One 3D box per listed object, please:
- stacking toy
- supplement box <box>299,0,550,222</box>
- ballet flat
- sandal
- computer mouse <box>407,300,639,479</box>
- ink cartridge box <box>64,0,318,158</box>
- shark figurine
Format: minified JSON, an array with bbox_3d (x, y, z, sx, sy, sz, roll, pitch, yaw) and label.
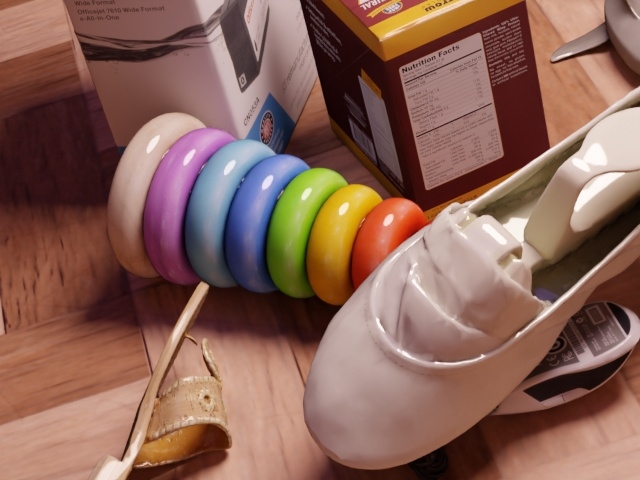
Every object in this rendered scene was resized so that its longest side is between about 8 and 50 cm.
[{"bbox_3d":[0.000,0.000,1.387,0.330,0.141,0.141,16,47,24],"label":"stacking toy"},{"bbox_3d":[0.084,-0.153,1.476,0.129,0.194,0.191,-24,39,-12],"label":"supplement box"},{"bbox_3d":[0.144,0.000,1.225,0.400,0.139,0.139,-36,42,-21],"label":"ballet flat"},{"bbox_3d":[-0.106,0.145,1.289,0.079,0.088,0.240,27,54,1],"label":"sandal"},{"bbox_3d":[0.144,0.104,1.262,0.193,0.042,0.106,-21,33,1],"label":"computer mouse"},{"bbox_3d":[-0.113,-0.217,1.531,0.129,0.307,0.223,1,41,20],"label":"ink cartridge box"},{"bbox_3d":[0.298,-0.194,1.525,0.166,0.116,0.278,-22,36,-6],"label":"shark figurine"}]
